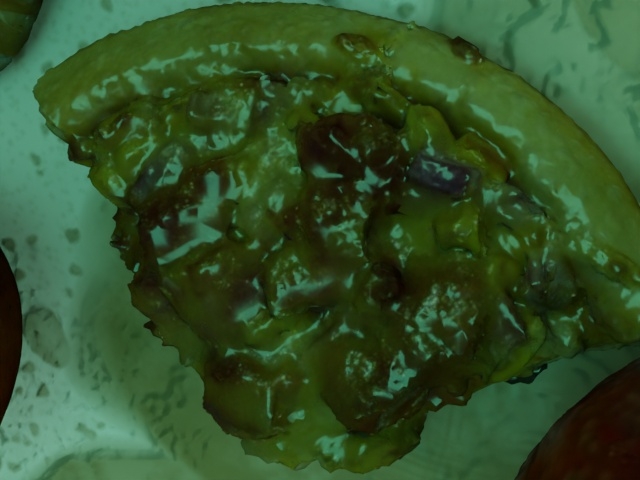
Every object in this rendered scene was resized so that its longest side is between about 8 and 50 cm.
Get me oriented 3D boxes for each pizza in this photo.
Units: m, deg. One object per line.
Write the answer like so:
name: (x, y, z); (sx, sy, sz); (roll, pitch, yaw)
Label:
pizza: (0.000, 0.000, 0.602); (0.409, 0.114, 0.278); (28, 103, 15)

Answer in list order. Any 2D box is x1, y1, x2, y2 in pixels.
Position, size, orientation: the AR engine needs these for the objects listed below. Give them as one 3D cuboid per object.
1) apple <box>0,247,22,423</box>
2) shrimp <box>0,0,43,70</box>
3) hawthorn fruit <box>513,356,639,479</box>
apple: (-0.297, 0.072, 0.661); (0.234, 0.234, 0.234); (4, 102, 19)
shrimp: (-0.232, -0.188, 0.671); (0.132, 0.051, 0.187); (45, 114, 6)
hawthorn fruit: (0.209, 0.169, 0.467); (0.284, 0.284, 0.284); (4, 102, 19)
